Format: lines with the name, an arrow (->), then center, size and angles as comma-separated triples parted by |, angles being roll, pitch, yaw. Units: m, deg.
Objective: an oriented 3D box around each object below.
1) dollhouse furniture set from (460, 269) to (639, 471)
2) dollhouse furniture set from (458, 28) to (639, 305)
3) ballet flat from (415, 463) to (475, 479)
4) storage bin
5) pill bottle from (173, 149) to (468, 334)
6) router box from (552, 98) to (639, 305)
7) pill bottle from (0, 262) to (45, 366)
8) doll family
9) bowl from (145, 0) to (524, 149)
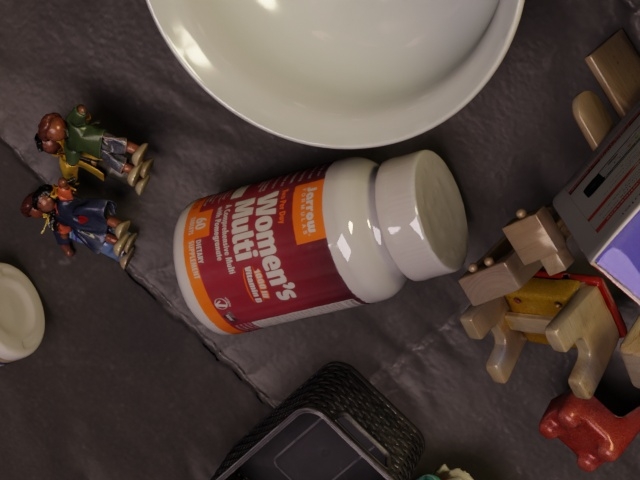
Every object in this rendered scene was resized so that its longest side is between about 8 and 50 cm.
dollhouse furniture set -> 0.323, 0.101, 1.187 | 0.374, 0.152, 0.201 | 7, 136, 44
dollhouse furniture set -> 0.172, -0.054, 1.173 | 0.151, 0.144, 0.123 | -25, 100, 44
ballet flat -> 0.044, 0.361, 1.430 | 0.147, 0.147, 0.409 | 43, 123, -4
storage bin -> -0.009, 0.211, 1.396 | 0.122, 0.084, 0.180 | 44, 121, -4
pill bottle -> 0.000, 0.000, 1.263 | 0.221, 0.121, 0.121 | -14, 109, 27
router box -> 0.287, -0.104, 0.933 | 0.082, 0.301, 0.335 | 41, 100, -2
pill bottle -> -0.352, 0.088, 1.460 | 0.169, 0.094, 0.094 | -21, 106, 28
doll family -> -0.211, -0.047, 1.351 | 0.111, 0.076, 0.193 | 21, 124, 5
bowl -> 0.021, -0.228, 1.133 | 0.298, 0.134, 0.298 | 9, 118, 16
